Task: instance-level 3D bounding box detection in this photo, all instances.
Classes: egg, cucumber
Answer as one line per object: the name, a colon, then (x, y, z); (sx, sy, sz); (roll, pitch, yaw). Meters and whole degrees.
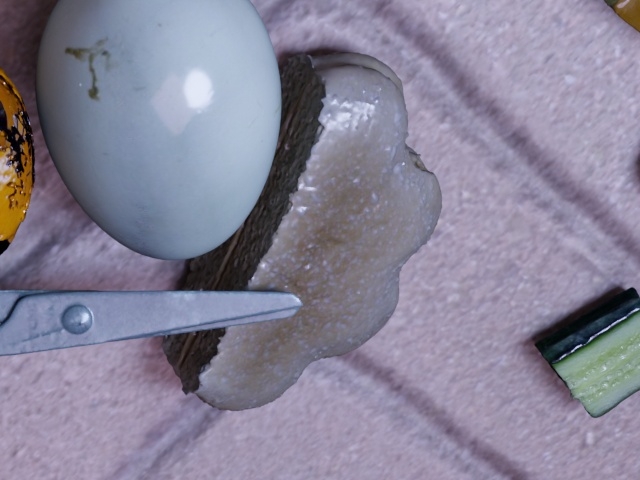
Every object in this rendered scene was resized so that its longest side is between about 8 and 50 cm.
egg: (-0.120, -0.097, 1.345); (0.183, 0.183, 0.264); (-16, 133, -14)
cucumber: (0.273, 0.106, 1.732); (0.115, 0.062, 0.116); (-30, 136, -1)

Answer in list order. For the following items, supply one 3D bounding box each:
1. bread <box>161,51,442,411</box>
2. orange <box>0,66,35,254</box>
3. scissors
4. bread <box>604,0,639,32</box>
bread: (0.000, 0.002, 1.516); (0.183, 0.102, 0.337); (11, 117, -29)
orange: (-0.324, -0.056, 1.276); (0.234, 0.182, 0.234); (-14, 121, -24)
scissors: (-0.235, 0.065, 1.419); (0.447, 0.029, 0.193); (-3, 102, -9)
bread: (0.304, -0.211, 1.529); (0.139, 0.074, 0.084); (31, 108, -35)
